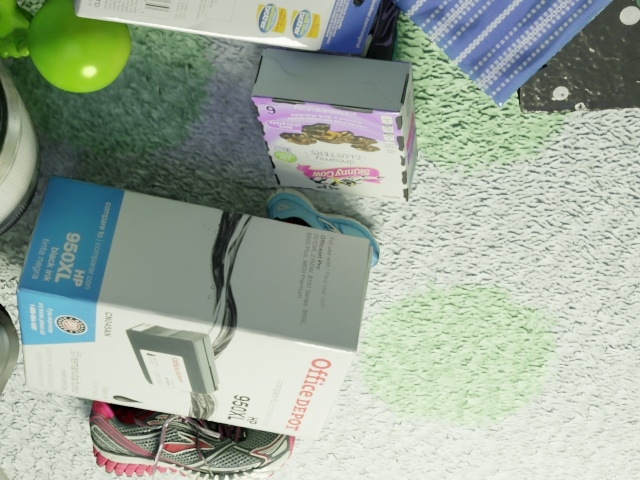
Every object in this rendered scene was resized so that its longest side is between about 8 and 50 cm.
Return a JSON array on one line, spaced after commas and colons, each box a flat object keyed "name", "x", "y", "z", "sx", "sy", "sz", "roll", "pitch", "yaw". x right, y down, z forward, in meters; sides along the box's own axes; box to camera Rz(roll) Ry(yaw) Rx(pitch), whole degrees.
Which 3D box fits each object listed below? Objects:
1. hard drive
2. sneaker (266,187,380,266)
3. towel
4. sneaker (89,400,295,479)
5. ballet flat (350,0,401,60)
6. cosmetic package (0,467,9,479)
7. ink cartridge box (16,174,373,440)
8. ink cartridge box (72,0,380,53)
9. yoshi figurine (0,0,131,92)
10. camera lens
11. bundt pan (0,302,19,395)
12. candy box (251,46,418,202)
[{"name": "hard drive", "x": 0.385, "y": -0.261, "z": 1.284, "sx": 0.338, "sy": 0.064, "sz": 0.237, "roll": -3, "pitch": 126, "yaw": 7}, {"name": "sneaker", "x": 0.000, "y": 0.000, "z": 1.490, "sx": 0.162, "sy": 0.073, "sz": 0.063, "roll": 25, "pitch": 123, "yaw": -14}, {"name": "towel", "x": 0.152, "y": -0.331, "z": 1.200, "sx": 0.336, "sy": 0.040, "sz": 0.243, "roll": 44, "pitch": 114, "yaw": -7}, {"name": "sneaker", "x": -0.185, "y": 0.276, "z": 1.675, "sx": 0.299, "sy": 0.121, "sz": 0.112, "roll": 1, "pitch": 124, "yaw": 3}, {"name": "ballet flat", "x": 0.061, "y": -0.252, "z": 1.306, "sx": 0.074, "sy": 0.074, "sz": 0.203, "roll": 13, "pitch": 119, "yaw": -6}, {"name": "cosmetic package", "x": -0.535, "y": 0.406, "z": 1.788, "sx": 0.107, "sy": 0.127, "sz": 0.238, "roll": -11, "pitch": 123, "yaw": 11}, {"name": "ink cartridge box", "x": -0.158, "y": 0.094, "z": 1.461, "sx": 0.394, "sy": 0.166, "sz": 0.285, "roll": 11, "pitch": 148, "yaw": -5}, {"name": "ink cartridge box", "x": -0.079, "y": -0.295, "z": 1.177, "sx": 0.311, "sy": 0.065, "sz": 0.186, "roll": 6, "pitch": 125, "yaw": -20}, {"name": "yoshi figurine", "x": -0.340, "y": -0.266, "z": 1.244, "sx": 0.362, "sy": 0.204, "sz": 0.203, "roll": 15, "pitch": 125, "yaw": -15}, {"name": "camera lens", "x": -0.425, "y": -0.105, "z": 1.283, "sx": 0.219, "sy": 0.220, "sz": 0.274, "roll": 1, "pitch": 171, "yaw": -7}, {"name": "bundt pan", "x": -0.488, "y": 0.076, "z": 1.366, "sx": 0.331, "sy": 0.331, "sz": 0.124, "roll": 36, "pitch": 90, "yaw": -20}, {"name": "candy box", "x": 0.022, "y": -0.127, "z": 1.334, "sx": 0.164, "sy": 0.070, "sz": 0.196, "roll": 7, "pitch": 154, "yaw": 11}]
